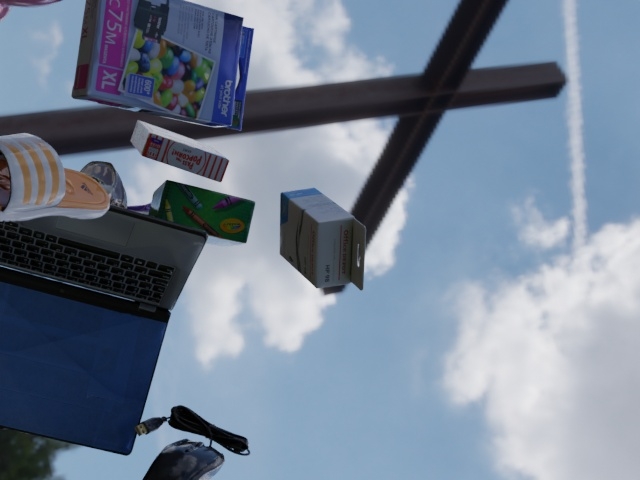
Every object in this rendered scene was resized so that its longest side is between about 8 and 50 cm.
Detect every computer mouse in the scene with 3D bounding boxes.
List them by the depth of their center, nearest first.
[{"bbox_3d":[-0.245,0.347,1.855,0.184,0.262,0.060,22,-65,20],"label":"computer mouse"}]

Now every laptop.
[{"bbox_3d":[-0.430,0.129,1.795,0.408,0.382,0.236,123,-22,-52],"label":"laptop"}]

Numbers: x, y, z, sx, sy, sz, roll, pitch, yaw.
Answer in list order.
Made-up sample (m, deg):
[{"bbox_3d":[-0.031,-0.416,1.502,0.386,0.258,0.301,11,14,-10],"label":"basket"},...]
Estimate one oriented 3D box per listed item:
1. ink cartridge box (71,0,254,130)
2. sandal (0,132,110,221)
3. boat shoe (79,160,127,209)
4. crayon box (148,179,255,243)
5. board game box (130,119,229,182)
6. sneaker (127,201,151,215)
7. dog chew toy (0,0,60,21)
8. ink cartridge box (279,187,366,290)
[{"bbox_3d":[-0.232,-0.288,1.762,0.065,0.311,0.186,4,-93,51],"label":"ink cartridge box"},{"bbox_3d":[-0.319,-0.080,1.252,0.102,0.265,0.076,48,-71,17],"label":"sandal"},{"bbox_3d":[-0.447,-0.069,2.143,0.324,0.122,0.120,-91,-178,-54],"label":"boat shoe"},{"bbox_3d":[-0.230,-0.045,2.068,0.278,0.165,0.081,173,-70,-76],"label":"crayon box"},{"bbox_3d":[-0.253,-0.161,1.965,0.193,0.146,0.045,-140,-110,-71],"label":"board game box"},{"bbox_3d":[-0.331,-0.065,2.292,0.068,0.170,0.071,105,-24,-57],"label":"sneaker"},{"bbox_3d":[-0.426,-0.341,1.318,0.207,0.331,0.206,60,9,-16],"label":"dog chew toy"},{"bbox_3d":[0.000,0.000,1.610,0.180,0.060,0.104,-141,-132,-59],"label":"ink cartridge box"}]
